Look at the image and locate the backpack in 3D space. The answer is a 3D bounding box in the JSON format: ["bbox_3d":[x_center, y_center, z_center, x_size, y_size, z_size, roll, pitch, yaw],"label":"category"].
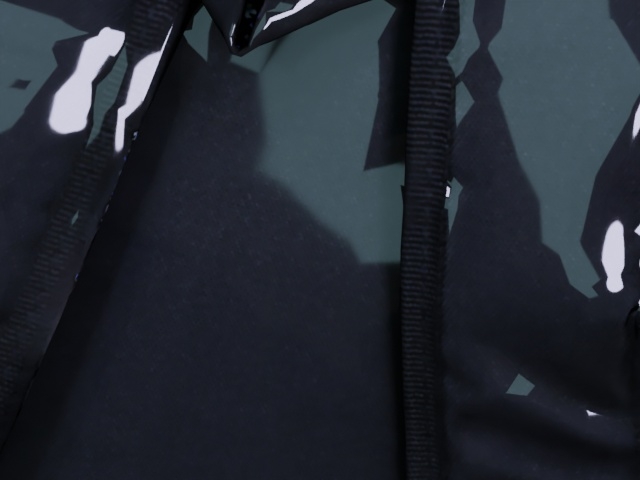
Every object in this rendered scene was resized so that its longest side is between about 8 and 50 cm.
[{"bbox_3d":[0.000,0.000,0.437,0.276,0.213,0.263,14,120,3],"label":"backpack"}]
